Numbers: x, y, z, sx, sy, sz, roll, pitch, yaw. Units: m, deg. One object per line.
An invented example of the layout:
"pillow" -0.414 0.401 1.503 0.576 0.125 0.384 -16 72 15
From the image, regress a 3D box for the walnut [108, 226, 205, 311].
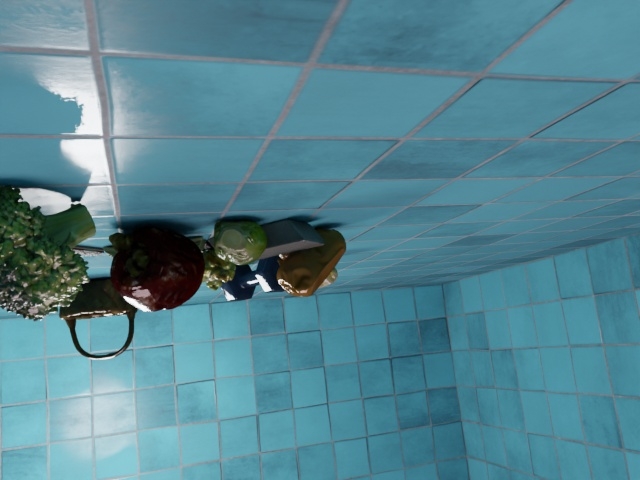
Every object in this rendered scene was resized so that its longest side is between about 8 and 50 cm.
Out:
"walnut" -0.436 0.057 1.500 0.221 0.244 0.269 -43 160 -5

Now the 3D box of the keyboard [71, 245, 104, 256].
"keyboard" -0.693 0.028 1.631 0.055 0.017 0.165 -11 169 27

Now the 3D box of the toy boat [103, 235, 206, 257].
"toy boat" -0.482 0.034 1.685 0.292 0.055 0.093 -6 168 -1

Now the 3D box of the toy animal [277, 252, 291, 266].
"toy animal" -0.069 0.033 1.815 0.188 0.089 0.179 18 161 -9

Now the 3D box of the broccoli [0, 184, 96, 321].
"broccoli" -0.566 0.033 1.112 0.259 0.236 0.288 -2 165 -29

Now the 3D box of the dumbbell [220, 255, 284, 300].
"dumbbell" -0.244 0.142 2.181 0.156 0.144 0.316 2 167 -43

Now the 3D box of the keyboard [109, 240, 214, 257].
"keyboard" -0.488 0.034 1.786 0.309 0.018 0.101 -7 170 4

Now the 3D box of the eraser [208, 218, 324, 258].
"eraser" -0.159 0.003 1.656 0.352 0.078 0.111 -12 166 32

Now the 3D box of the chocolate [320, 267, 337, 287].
"chocolate" -0.084 0.135 2.311 0.308 0.134 0.134 -4 170 7

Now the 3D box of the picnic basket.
"picnic basket" -0.893 0.326 2.342 0.292 0.338 0.337 -8 170 7

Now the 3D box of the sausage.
"sausage" -0.023 0.058 1.698 0.241 0.136 0.120 -46 159 -22

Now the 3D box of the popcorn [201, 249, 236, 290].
"popcorn" -0.337 0.081 1.835 0.141 0.136 0.162 13 141 3

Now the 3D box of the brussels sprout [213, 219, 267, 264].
"brussels sprout" -0.212 0.007 1.524 0.154 0.118 0.155 -3 180 0
